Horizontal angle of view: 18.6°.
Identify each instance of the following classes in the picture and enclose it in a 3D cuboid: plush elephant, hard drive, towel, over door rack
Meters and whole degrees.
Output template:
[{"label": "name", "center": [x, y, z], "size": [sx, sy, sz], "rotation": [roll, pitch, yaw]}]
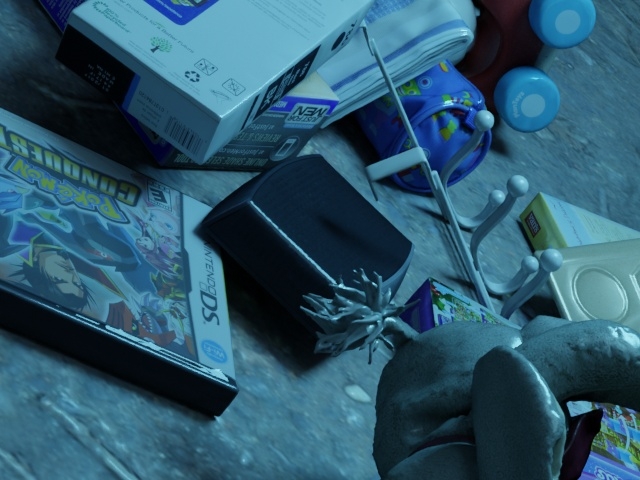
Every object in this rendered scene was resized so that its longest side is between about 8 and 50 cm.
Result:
[{"label": "plush elephant", "center": [0.127, 0.184, 1.432], "size": [0.330, 0.272, 0.255], "rotation": [29, 36, -21]}, {"label": "hard drive", "center": [0.000, 0.000, 1.749], "size": [0.172, 0.054, 0.255], "rotation": [44, 19, 3]}, {"label": "towel", "center": [0.012, -0.254, 2.065], "size": [0.285, 0.209, 0.034], "rotation": [59, -5, 37]}, {"label": "over door rack", "center": [0.133, -0.055, 1.869], "size": [0.324, 0.108, 0.239], "rotation": [49, 14, -41]}]

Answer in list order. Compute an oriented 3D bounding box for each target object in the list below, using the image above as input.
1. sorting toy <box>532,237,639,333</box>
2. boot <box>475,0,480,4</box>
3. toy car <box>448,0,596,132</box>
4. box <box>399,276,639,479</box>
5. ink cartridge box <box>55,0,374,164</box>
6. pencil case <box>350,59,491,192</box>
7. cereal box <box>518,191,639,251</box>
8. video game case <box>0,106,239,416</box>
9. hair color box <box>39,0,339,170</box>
[{"label": "sorting toy", "center": [0.327, 0.090, 1.997], "size": [0.193, 0.038, 0.208], "rotation": [-6, 60, -32]}, {"label": "boot", "center": [0.152, -0.352, 2.537], "size": [0.248, 0.090, 0.207], "rotation": [46, 40, 8]}, {"label": "toy car", "center": [0.161, -0.265, 2.269], "size": [0.238, 0.210, 0.219], "rotation": [13, 23, -19]}, {"label": "box", "center": [0.206, 0.171, 1.765], "size": [0.293, 0.057, 0.201], "rotation": [29, 28, -19]}, {"label": "ink cartridge box", "center": [-0.074, -0.203, 1.748], "size": [0.165, 0.065, 0.333], "rotation": [36, 43, 10]}, {"label": "pencil case", "center": [0.076, -0.193, 2.101], "size": [0.119, 0.133, 0.306], "rotation": [29, 26, -48]}, {"label": "cereal box", "center": [0.342, 0.048, 2.145], "size": [0.240, 0.047, 0.173], "rotation": [19, 33, -32]}, {"label": "video game case", "center": [-0.195, 0.002, 1.557], "size": [0.275, 0.035, 0.248], "rotation": [26, 29, -24]}, {"label": "hair color box", "center": [-0.154, -0.219, 1.882], "size": [0.185, 0.110, 0.339], "rotation": [-1, 48, -52]}]
